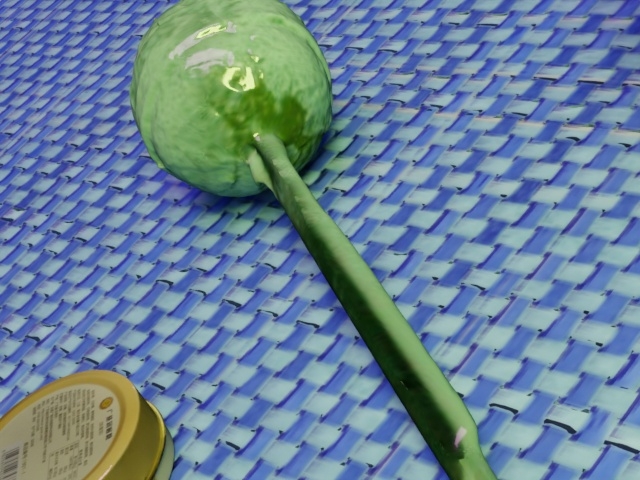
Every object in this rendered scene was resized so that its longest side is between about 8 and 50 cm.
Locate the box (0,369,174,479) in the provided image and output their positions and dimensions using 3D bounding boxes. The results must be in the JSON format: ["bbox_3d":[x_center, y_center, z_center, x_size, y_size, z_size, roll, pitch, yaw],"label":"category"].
[{"bbox_3d":[-0.124,0.111,0.674,0.105,0.037,0.105,-21,34,15],"label":"box"}]

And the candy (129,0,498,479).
[{"bbox_3d":[0.000,0.000,0.694,0.119,0.119,0.440,-31,41,0],"label":"candy"}]
